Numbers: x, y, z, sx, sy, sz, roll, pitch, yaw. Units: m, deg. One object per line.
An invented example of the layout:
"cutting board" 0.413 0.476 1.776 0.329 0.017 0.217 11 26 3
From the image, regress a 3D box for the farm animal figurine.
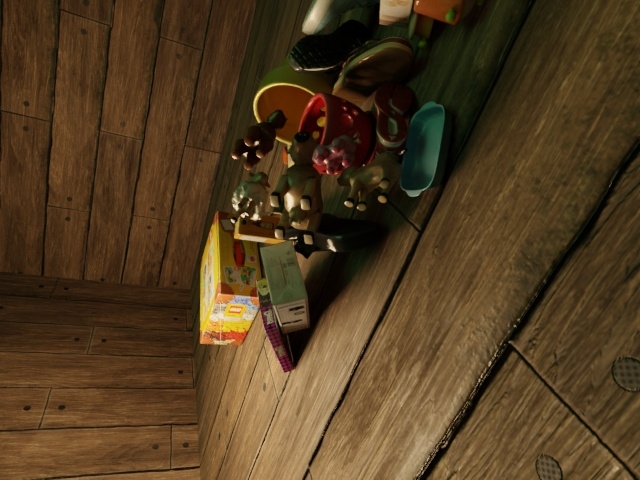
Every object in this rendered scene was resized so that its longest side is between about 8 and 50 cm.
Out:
"farm animal figurine" -0.015 -0.135 0.887 0.327 0.330 0.172 112 179 -46

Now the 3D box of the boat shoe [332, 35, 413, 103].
"boat shoe" 0.123 -0.438 1.007 0.342 0.123 0.123 -168 91 -75

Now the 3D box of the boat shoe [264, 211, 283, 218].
"boat shoe" -0.198 -0.054 1.578 0.324 0.116 0.123 168 109 -64

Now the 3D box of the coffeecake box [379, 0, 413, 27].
"coffeecake box" 0.164 -0.531 0.807 0.185 0.068 0.142 -37 -41 -81

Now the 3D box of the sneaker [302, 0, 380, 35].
"sneaker" 0.098 -0.646 1.058 0.366 0.150 0.135 -32 33 44

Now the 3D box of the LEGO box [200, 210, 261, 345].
"LEGO box" -0.429 0.174 1.915 0.500 0.193 0.372 -105 33 -43

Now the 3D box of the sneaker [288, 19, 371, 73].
"sneaker" 0.021 -0.498 1.138 0.107 0.283 0.124 51 149 5

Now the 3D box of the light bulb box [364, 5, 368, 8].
"light bulb box" 0.081 -0.929 1.143 0.358 0.225 0.361 123 148 -42

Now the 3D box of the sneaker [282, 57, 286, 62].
"sneaker" -0.082 -0.585 1.510 0.083 0.118 0.222 -59 33 40

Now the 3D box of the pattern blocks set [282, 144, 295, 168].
"pattern blocks set" -0.093 -0.378 1.543 0.285 0.026 0.325 168 104 -69

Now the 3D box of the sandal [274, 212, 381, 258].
"sandal" -0.002 0.001 1.094 0.445 0.167 0.107 18 122 65

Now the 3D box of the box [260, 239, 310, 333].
"box" -0.092 0.140 1.142 0.290 0.087 0.169 90 164 -65

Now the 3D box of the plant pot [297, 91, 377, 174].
"plant pot" 0.050 -0.253 1.031 0.191 0.174 0.191 -36 49 57

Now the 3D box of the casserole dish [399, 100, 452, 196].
"casserole dish" 0.212 -0.177 0.815 0.114 0.037 0.188 -169 89 -66

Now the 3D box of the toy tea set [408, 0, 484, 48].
"toy tea set" 0.267 -0.553 0.784 0.200 0.124 0.336 -57 -20 -75

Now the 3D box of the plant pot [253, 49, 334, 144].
"plant pot" -0.059 -0.470 1.293 0.254 0.254 0.239 -40 32 56

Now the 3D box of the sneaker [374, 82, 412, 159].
"sneaker" 0.149 -0.249 0.922 0.128 0.087 0.221 97 -172 -52

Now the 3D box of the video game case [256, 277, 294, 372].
"video game case" -0.144 0.268 1.301 0.210 0.041 0.232 -110 5 -49

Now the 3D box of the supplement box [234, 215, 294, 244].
"supplement box" -0.160 -0.033 1.345 0.080 0.233 0.078 -20 63 62
